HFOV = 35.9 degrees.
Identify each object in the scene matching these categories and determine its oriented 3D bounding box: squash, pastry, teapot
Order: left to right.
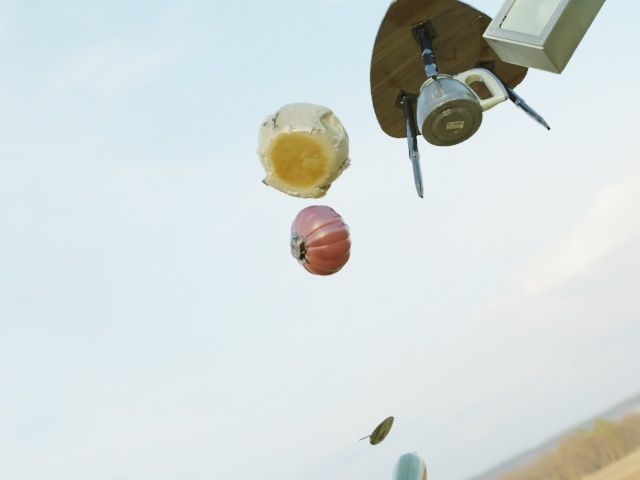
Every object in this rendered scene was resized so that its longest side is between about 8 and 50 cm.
[{"bbox_3d":[-0.029,-0.151,1.648,0.166,0.166,0.088,-38,14,35],"label":"pastry"},{"bbox_3d":[0.151,0.437,1.714,0.069,0.069,0.258,-33,15,20],"label":"squash"},{"bbox_3d":[0.225,-0.242,1.681,0.111,0.108,0.149,22,-52,-38],"label":"teapot"}]

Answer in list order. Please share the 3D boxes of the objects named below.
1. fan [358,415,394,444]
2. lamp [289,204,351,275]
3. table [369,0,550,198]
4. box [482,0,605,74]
[{"bbox_3d":[0.094,0.325,1.643,0.080,0.003,0.060,-33,-37,-24],"label":"fan"},{"bbox_3d":[0.000,0.000,1.449,0.092,0.107,0.107,-20,-17,-29],"label":"lamp"},{"bbox_3d":[0.228,-0.266,1.779,0.317,0.249,0.317,-4,-51,-4],"label":"table"},{"bbox_3d":[0.394,-0.406,1.666,0.086,0.129,0.225,38,-99,-45],"label":"box"}]
